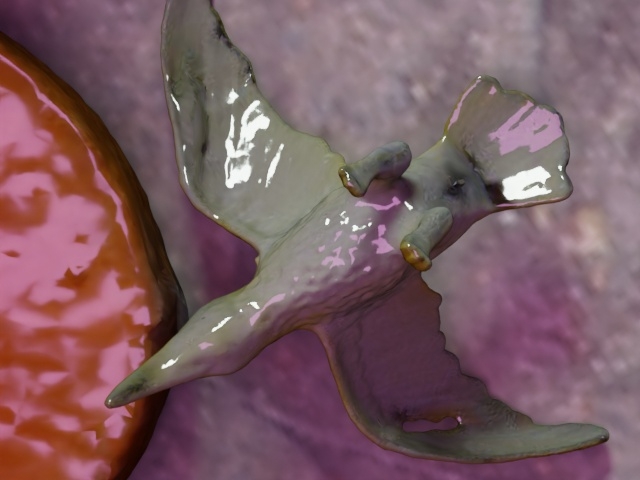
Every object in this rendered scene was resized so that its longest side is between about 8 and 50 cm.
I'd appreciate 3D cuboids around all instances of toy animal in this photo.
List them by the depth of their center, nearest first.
[{"bbox_3d":[0.000,0.000,0.609,0.219,0.155,0.095,55,138,3],"label":"toy animal"}]

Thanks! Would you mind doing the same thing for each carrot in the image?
[{"bbox_3d":[-0.200,0.022,0.656,0.307,0.100,0.258,4,102,4],"label":"carrot"}]
